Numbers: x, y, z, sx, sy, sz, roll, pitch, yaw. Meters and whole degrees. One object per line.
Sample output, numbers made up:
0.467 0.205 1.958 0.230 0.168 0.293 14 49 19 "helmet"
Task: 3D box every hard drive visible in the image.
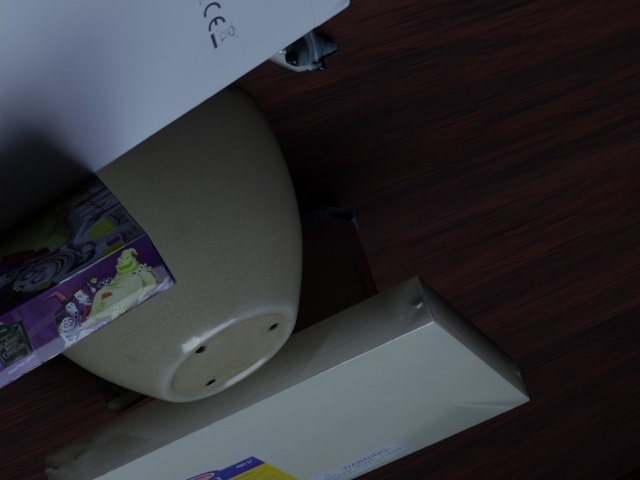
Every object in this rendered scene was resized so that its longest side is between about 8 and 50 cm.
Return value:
-0.149 -0.161 1.070 0.353 0.047 0.233 -36 137 -19 "hard drive"

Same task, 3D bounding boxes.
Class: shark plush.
-0.010 -0.174 1.378 0.161 0.073 0.067 18 94 -57 "shark plush"

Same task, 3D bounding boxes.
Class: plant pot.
-0.126 0.028 1.436 0.284 0.191 0.284 -28 156 -13 "plant pot"

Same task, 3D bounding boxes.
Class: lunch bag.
0.000 0.000 1.728 0.083 0.053 0.071 -22 154 -4 "lunch bag"

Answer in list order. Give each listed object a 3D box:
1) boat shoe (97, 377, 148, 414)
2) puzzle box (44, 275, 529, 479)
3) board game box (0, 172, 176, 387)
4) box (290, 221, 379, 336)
-0.170 0.128 1.748 0.152 0.049 0.056 -33 180 1 "boat shoe"
-0.028 0.179 1.597 0.409 0.052 0.272 -26 151 15 "puzzle box"
-0.239 0.015 1.144 0.208 0.347 0.056 -35 114 -8 "board game box"
-0.056 0.096 1.646 0.232 0.148 0.127 -14 152 -8 "box"
